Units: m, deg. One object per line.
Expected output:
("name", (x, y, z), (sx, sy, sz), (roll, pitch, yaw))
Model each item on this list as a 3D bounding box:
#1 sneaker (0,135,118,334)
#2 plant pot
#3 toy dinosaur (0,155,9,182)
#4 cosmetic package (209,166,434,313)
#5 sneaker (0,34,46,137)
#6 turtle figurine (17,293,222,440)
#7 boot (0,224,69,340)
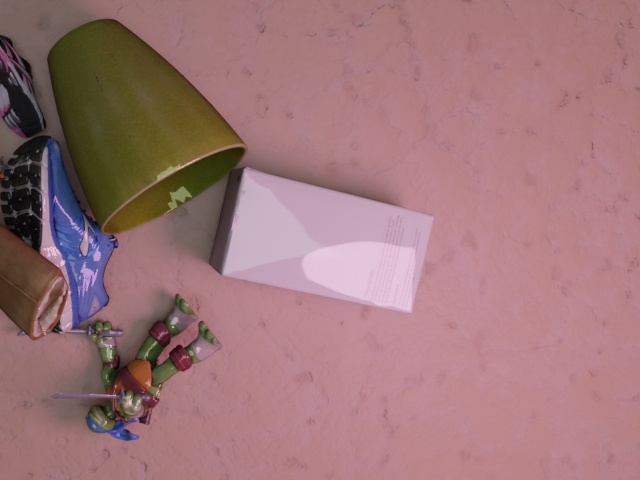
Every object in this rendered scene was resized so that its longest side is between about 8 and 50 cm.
("sneaker", (-0.434, -0.017, 1.312), (0.147, 0.130, 0.329), (-24, 115, -47))
("plant pot", (-0.312, -0.204, 1.272), (0.275, 0.275, 0.293), (-31, 88, -11))
("toy dinosaur", (-0.524, -0.117, 1.301), (0.082, 0.090, 0.047), (-29, 121, -56))
("cosmetic package", (0.000, 0.000, 1.419), (0.366, 0.155, 0.196), (14, 91, -16))
("sneaker", (-0.504, -0.262, 1.294), (0.072, 0.077, 0.178), (-5, 122, 17))
("turtle figurine", (-0.325, 0.200, 1.326), (0.266, 0.198, 0.274), (-40, 108, -13))
("boot", (-0.501, -0.010, 1.218), (0.270, 0.089, 0.236), (35, 124, 18))
